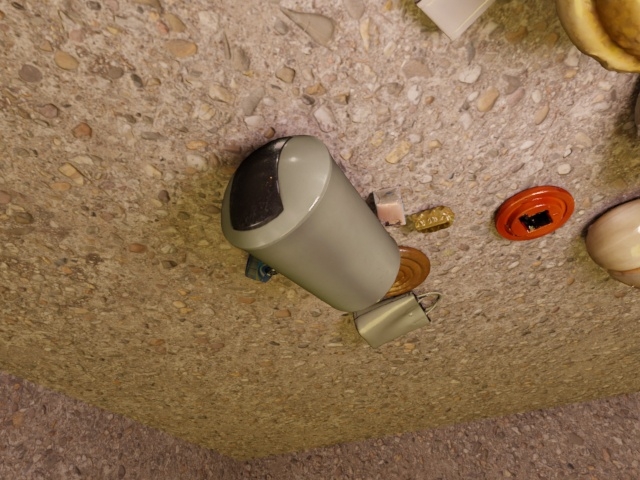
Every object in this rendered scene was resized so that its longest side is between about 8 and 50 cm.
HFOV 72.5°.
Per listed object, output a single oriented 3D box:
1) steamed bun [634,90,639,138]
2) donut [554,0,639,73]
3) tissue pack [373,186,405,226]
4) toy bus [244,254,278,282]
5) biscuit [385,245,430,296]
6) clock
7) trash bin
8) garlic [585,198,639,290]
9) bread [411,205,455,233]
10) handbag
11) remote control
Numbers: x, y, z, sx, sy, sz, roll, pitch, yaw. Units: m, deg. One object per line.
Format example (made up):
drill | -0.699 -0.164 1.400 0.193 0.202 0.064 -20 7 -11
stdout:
steamed bun | 0.759 -0.270 0.818 0.246 0.236 0.384 -13 147 6
donut | 0.497 -0.439 0.550 0.448 0.198 0.449 -7 125 -10
tissue pack | 0.177 -0.085 1.120 0.074 0.059 0.094 -9 141 11
toy bus | -0.150 0.026 1.211 0.094 0.079 0.237 9 139 -14
biscuit | 0.219 0.107 1.380 0.261 0.037 0.262 -3 141 -3
clock | 0.581 -0.067 1.188 0.205 0.051 0.205 -3 142 -2
trash bin | -0.017 -0.031 0.993 0.280 0.280 0.432 -25 137 23
garlic | 0.922 0.004 1.213 0.313 0.286 0.249 -36 176 40
bread | 0.305 -0.055 1.172 0.110 0.060 0.066 -17 110 13
handbag | 0.287 0.270 1.537 0.315 0.109 0.241 -22 140 15
remote control | 0.279 -0.457 0.676 0.102 0.056 0.277 26 129 -32
